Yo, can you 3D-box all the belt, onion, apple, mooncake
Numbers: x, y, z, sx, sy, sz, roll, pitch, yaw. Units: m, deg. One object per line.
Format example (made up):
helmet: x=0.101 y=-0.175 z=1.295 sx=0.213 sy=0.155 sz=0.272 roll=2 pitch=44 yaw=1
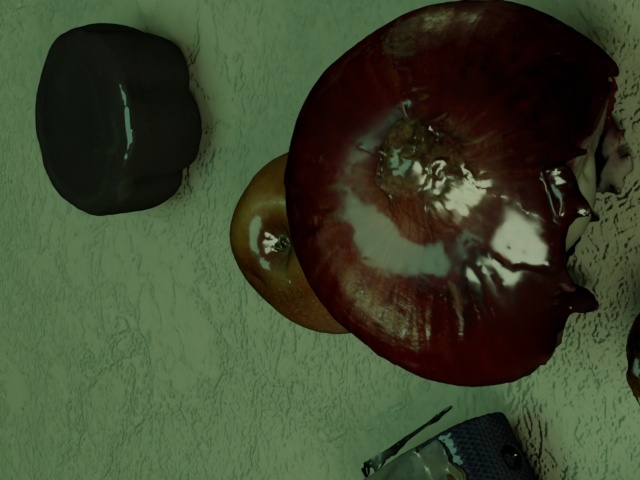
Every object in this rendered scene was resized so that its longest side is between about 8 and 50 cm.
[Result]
belt: x=0.114 y=0.250 z=1.683 sx=0.230 sy=0.139 sz=0.126 roll=-40 pitch=67 yaw=45
onion: x=0.121 y=-0.051 z=1.512 sx=0.341 sy=0.341 sz=0.341 roll=8 pitch=101 yaw=47
apple: x=0.000 y=0.000 z=1.759 sx=0.201 sy=0.162 sz=0.201 roll=6 pitch=98 yaw=48
mooncake: x=-0.248 y=-0.147 z=2.033 sx=0.245 sy=0.133 sz=0.245 roll=9 pitch=102 yaw=47

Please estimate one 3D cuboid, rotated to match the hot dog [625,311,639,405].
hot dog: x=0.364 y=0.081 z=1.415 sx=0.227 sy=0.099 sz=0.160 roll=-29 pitch=74 yaw=45
